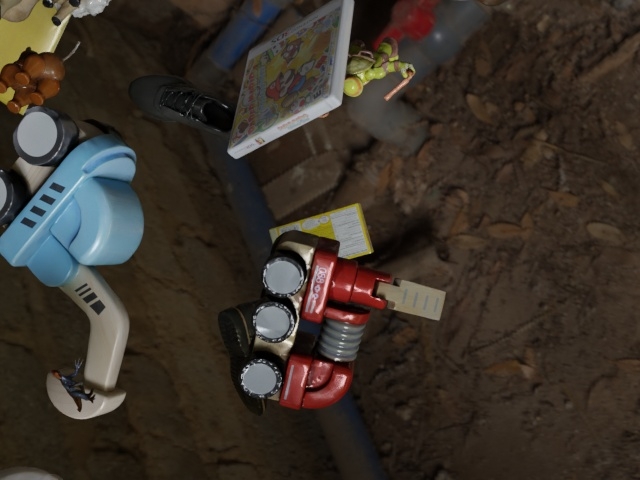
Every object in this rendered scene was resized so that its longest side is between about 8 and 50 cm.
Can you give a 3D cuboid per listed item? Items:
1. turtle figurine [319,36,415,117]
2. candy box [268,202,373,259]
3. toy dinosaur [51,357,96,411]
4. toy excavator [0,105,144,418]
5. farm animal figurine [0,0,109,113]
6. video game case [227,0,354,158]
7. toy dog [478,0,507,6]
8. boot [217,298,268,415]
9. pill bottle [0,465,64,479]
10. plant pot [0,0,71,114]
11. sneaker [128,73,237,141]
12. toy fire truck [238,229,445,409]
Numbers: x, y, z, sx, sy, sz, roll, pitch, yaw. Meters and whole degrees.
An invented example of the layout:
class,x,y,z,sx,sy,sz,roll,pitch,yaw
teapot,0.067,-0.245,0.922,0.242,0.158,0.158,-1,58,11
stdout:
class,x,y,z,sx,sy,sz,roll,pitch,yaw
turtle figurine,0.069,-0.338,1.808,0.269,0.087,0.217,-16,27,26
candy box,0.000,0.000,1.852,0.205,0.027,0.105,-16,91,22
toy dinosaur,-0.395,0.233,1.430,0.090,0.082,0.047,-55,27,14
toy excavator,-0.440,0.040,1.662,0.445,0.222,0.433,44,100,14
farm animal figurine,-0.429,-0.347,1.147,0.327,0.330,0.172,-41,18,45
video game case,-0.044,-0.248,1.358,0.206,0.026,0.227,-23,45,34
toy dog,0.221,-0.532,1.288,0.408,0.284,0.395,-67,6,-26
boot,-0.088,0.190,1.566,0.077,0.137,0.198,14,120,48
pill bottle,-0.512,0.485,1.252,0.392,0.224,0.224,-32,60,25
plant pot,-0.524,-0.369,1.503,0.212,0.187,0.212,-57,21,18
sneaker,-0.279,-0.293,1.950,0.286,0.130,0.109,16,93,1
toy fire truck,0.037,0.111,1.198,0.246,0.158,0.217,14,106,1
